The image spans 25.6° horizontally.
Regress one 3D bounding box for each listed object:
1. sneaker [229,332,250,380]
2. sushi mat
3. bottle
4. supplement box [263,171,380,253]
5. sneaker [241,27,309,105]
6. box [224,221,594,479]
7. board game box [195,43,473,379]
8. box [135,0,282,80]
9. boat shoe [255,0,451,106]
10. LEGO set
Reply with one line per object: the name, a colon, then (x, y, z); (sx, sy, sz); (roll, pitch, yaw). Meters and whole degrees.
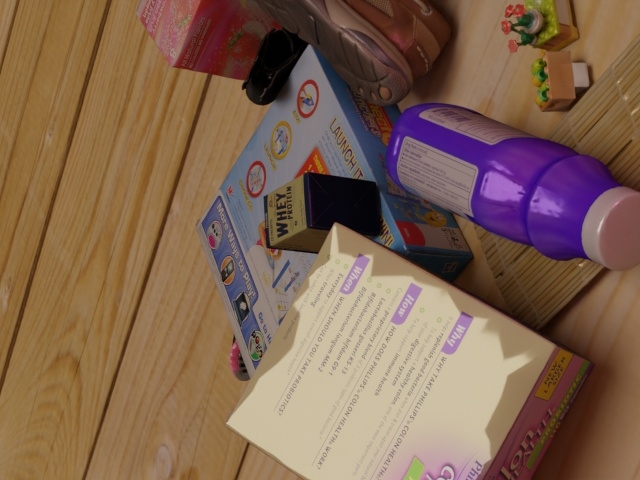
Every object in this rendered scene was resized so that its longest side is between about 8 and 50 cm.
sneaker: (-0.088, 0.110, 1.701); (0.057, 0.047, 0.119); (-179, 96, -78)
sushi mat: (0.247, -0.058, 1.241); (0.316, 0.019, 0.151); (-51, 47, 40)
bottle: (0.174, -0.048, 1.226); (0.283, 0.118, 0.092); (30, 110, 53)
supplement box: (0.000, -0.025, 1.389); (0.083, 0.083, 0.056); (-26, 63, 53)
sneaker: (-0.039, -0.213, 1.583); (0.170, 0.051, 0.089); (-56, -3, -26)
box: (0.078, 0.137, 1.252); (0.243, 0.117, 0.213); (29, 92, 30)
board game box: (0.000, 0.000, 1.539); (0.302, 0.086, 0.308); (-54, 44, 36)
box: (-0.086, -0.352, 1.664); (0.142, 0.154, 0.300); (55, 128, 44)
boat shoe: (0.006, -0.279, 1.485); (0.324, 0.116, 0.123); (46, 166, 16)
LEGO set: (0.196, -0.267, 1.272); (0.132, 0.107, 0.287); (30, 110, 54)
